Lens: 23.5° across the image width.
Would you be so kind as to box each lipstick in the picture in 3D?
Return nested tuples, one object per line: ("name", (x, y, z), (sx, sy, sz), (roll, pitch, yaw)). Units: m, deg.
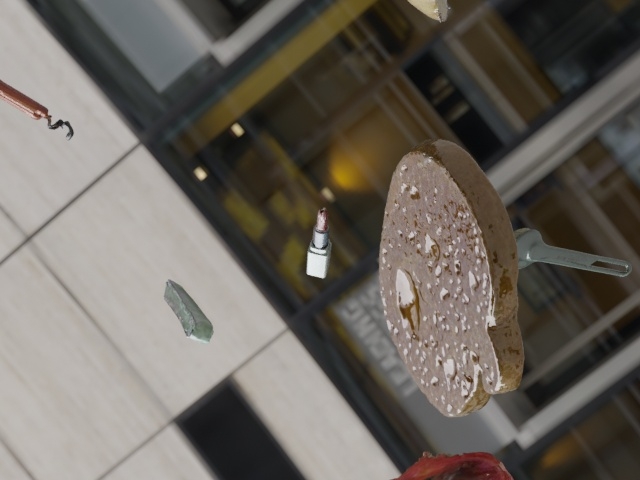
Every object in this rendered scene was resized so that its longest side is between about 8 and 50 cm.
("lipstick", (0.000, 0.000, 1.844), (0.107, 0.025, 0.025), (95, -169, -47))

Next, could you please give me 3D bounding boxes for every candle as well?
("candle", (-0.334, -0.157, 1.674), (0.167, 0.021, 0.026), (31, -151, -36))

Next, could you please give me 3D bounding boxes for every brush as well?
("brush", (0.364, 0.025, 2.249), (0.266, 0.062, 0.027), (11, -161, -41))

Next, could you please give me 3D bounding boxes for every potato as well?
("potato", (0.070, -0.192, 1.105), (0.093, 0.036, 0.037), (79, -157, -46))

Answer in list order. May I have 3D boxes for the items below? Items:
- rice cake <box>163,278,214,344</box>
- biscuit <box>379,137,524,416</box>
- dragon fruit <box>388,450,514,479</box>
("rice cake", (-0.184, 0.097, 2.117), (0.033, 0.033, 0.207), (25, -173, -22))
("biscuit", (0.172, 0.060, 1.934), (0.314, 0.063, 0.367), (54, 149, 39))
("dragon fruit", (0.135, 0.320, 1.707), (0.134, 0.262, 0.211), (58, -153, -16))
